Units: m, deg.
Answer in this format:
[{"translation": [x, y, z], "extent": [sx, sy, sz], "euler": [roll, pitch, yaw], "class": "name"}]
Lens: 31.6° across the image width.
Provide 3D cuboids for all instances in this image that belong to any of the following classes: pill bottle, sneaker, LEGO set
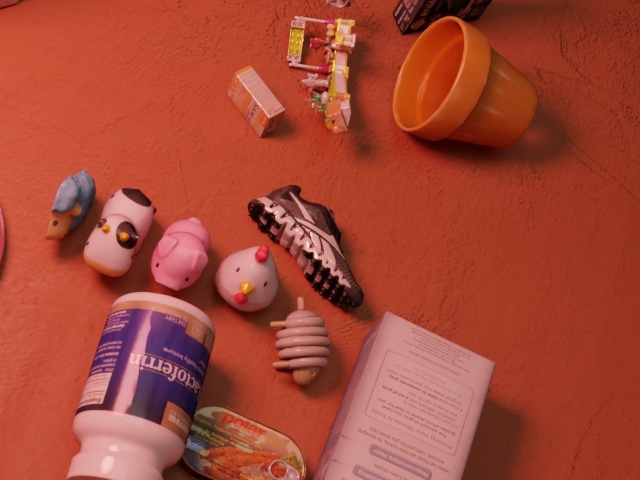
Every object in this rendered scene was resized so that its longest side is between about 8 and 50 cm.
[{"translation": [-0.242, 0.216, 1.517], "extent": [0.153, 0.153, 0.264], "euler": [18, 60, -9], "class": "pill bottle"}, {"translation": [0.000, 0.000, 1.756], "extent": [0.106, 0.078, 0.234], "euler": [-38, 78, -28], "class": "sneaker"}, {"translation": [-0.002, -0.294, 1.891], "extent": [0.107, 0.132, 0.287], "euler": [7, 67, -5], "class": "LEGO set"}]

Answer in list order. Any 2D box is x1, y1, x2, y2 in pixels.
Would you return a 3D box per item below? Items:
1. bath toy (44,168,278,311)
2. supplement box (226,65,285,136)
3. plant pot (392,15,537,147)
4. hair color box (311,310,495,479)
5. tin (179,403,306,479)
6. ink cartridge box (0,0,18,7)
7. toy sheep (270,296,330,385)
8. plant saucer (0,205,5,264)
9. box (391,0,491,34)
[{"translation": [-0.219, 0.008, 1.649], "extent": [0.348, 0.129, 0.151], "euler": [22, 58, -8], "class": "bath toy"}, {"translation": [-0.107, -0.227, 1.848], "extent": [0.036, 0.062, 0.098], "euler": [-30, 75, -30], "class": "supplement box"}, {"translation": [0.256, -0.248, 1.918], "extent": [0.188, 0.205, 0.205], "euler": [20, 58, -25], "class": "plant pot"}, {"translation": [0.103, 0.310, 1.608], "extent": [0.185, 0.113, 0.374], "euler": [26, 58, -4], "class": "hair color box"}, {"translation": [-0.113, 0.301, 1.585], "extent": [0.190, 0.040, 0.106], "euler": [26, 62, -5], "class": "tin"}, {"translation": [-0.542, -0.513, 1.720], "extent": [0.122, 0.289, 0.211], "euler": [-23, 73, -30], "class": "ink cartridge box"}, {"translation": [-0.028, 0.148, 1.666], "extent": [0.091, 0.091, 0.132], "euler": [-1, 82, -19], "class": "toy sheep"}, {"translation": [-0.605, -0.021, 1.559], "extent": [0.332, 0.084, 0.332], "euler": [8, 60, -14], "class": "plant saucer"}, {"translation": [0.245, -0.456, 1.996], "extent": [0.175, 0.220, 0.051], "euler": [-16, 72, -24], "class": "box"}]
